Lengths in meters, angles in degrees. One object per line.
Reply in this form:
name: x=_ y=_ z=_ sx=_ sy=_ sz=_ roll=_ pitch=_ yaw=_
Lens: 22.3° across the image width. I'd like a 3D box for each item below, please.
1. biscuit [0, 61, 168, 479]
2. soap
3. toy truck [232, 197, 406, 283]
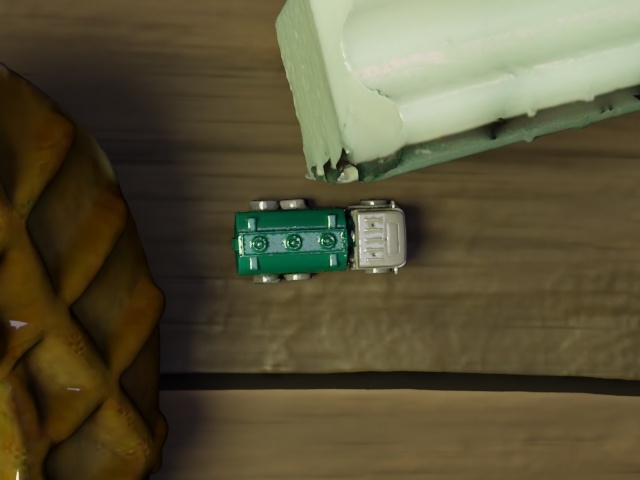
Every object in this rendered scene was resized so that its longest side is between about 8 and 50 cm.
biscuit: x=-0.182 y=0.083 z=0.608 sx=0.103 sy=0.332 sz=0.332 roll=12 pitch=87 yaw=34
soap: x=0.116 y=-0.099 z=0.715 sx=0.261 sy=0.150 sz=0.094 roll=-15 pitch=95 yaw=-8
toy truck: x=0.000 y=0.000 z=0.753 sx=0.083 sy=0.044 sz=0.039 roll=-2 pitch=93 yaw=-7
